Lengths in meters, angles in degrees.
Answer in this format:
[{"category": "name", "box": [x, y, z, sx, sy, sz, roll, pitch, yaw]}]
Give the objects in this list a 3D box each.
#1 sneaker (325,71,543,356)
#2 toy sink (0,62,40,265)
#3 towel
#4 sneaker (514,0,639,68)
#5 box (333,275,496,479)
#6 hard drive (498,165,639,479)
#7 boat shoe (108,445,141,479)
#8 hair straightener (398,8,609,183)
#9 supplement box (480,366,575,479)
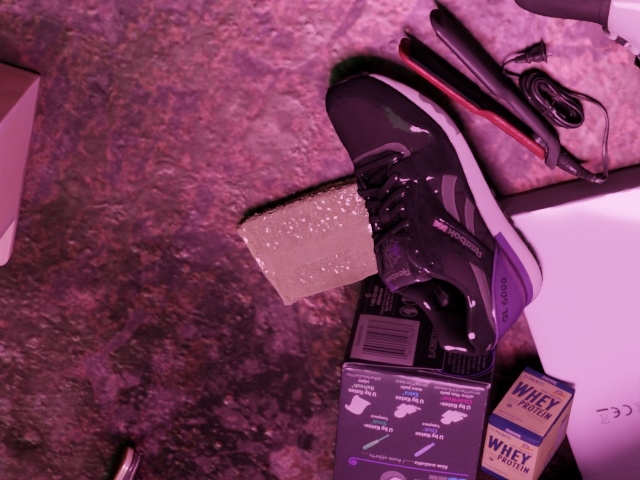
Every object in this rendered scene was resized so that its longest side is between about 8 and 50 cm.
[{"category": "sneaker", "box": [0.090, -0.021, 1.277, 0.283, 0.124, 0.107, 52, 140, -10]}, {"category": "toy sink", "box": [-0.381, -0.059, 1.366, 0.153, 0.131, 0.234, 18, 123, 0]}, {"category": "towel", "box": [0.000, 0.000, 1.392, 0.148, 0.027, 0.110, -21, 114, 23]}, {"category": "sneaker", "box": [0.317, -0.162, 1.178, 0.330, 0.122, 0.146, 9, 120, 6]}, {"category": "box", "box": [0.092, 0.195, 1.410, 0.143, 0.165, 0.270, 8, 121, 7]}, {"category": "hard drive", "box": [0.331, 0.091, 1.374, 0.233, 0.047, 0.353, -13, 118, 18]}, {"category": "boat shoe", "box": [-0.222, 0.292, 1.598, 0.049, 0.056, 0.152, 18, 132, -6]}, {"category": "hair straightener", "box": [0.183, -0.132, 1.265, 0.230, 0.047, 0.089, 38, 120, -13]}, {"category": "supplement box", "box": [0.207, 0.189, 1.396, 0.056, 0.083, 0.083, 24, 137, 23]}]
